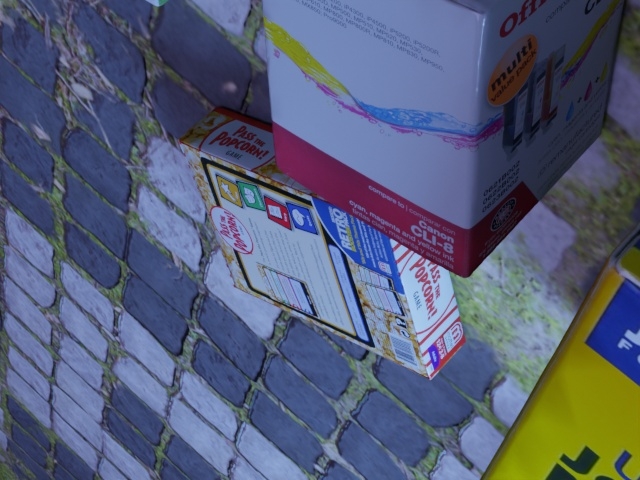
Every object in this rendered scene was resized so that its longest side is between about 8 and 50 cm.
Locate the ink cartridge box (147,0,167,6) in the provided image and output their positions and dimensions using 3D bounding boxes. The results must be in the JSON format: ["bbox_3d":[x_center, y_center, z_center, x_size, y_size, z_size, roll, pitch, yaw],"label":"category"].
[{"bbox_3d":[-0.162,-0.237,0.864,0.209,0.062,0.109,29,147,21],"label":"ink cartridge box"}]

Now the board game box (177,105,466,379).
[{"bbox_3d":[0.000,0.000,0.983,0.193,0.045,0.147,23,145,37],"label":"board game box"}]

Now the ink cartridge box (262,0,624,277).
[{"bbox_3d":[0.059,-0.102,0.678,0.127,0.128,0.176,32,149,25],"label":"ink cartridge box"}]

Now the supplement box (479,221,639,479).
[{"bbox_3d":[0.208,0.099,0.662,0.195,0.194,0.356,39,152,15],"label":"supplement box"}]
